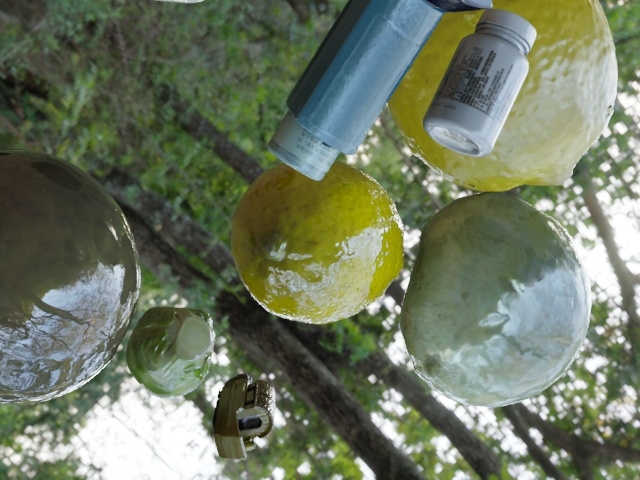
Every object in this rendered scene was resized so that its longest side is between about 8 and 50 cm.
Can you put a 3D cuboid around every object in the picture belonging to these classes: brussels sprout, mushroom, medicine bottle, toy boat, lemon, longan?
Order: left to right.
[{"bbox_3d":[-0.366,0.039,1.149,0.319,0.319,0.319,-38,-166,11],"label":"longan"},{"bbox_3d":[-0.232,0.169,1.456,0.155,0.117,0.155,-17,-110,55],"label":"brussels sprout"},{"bbox_3d":[-0.111,0.260,1.413,0.088,0.068,0.226,-11,-168,1],"label":"toy boat"},{"bbox_3d":[0.000,0.000,1.409,0.245,0.245,0.320,-34,167,23],"label":"lemon"},{"bbox_3d":[0.049,-0.171,0.872,0.258,0.079,0.124,-55,-140,10],"label":"medicine bottle"},{"bbox_3d":[0.167,-0.164,0.989,0.140,0.079,0.079,-64,-162,-9],"label":"medicine bottle"},{"bbox_3d":[0.270,0.098,1.527,0.352,0.352,0.260,-46,-152,-23],"label":"mushroom"},{"bbox_3d":[0.235,-0.232,1.282,0.336,0.336,0.336,-38,-166,11],"label":"lemon"}]

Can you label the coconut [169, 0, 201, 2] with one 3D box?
[{"bbox_3d":[-0.217,-0.464,1.340,0.247,0.245,0.245,8,-144,19],"label":"coconut"}]
